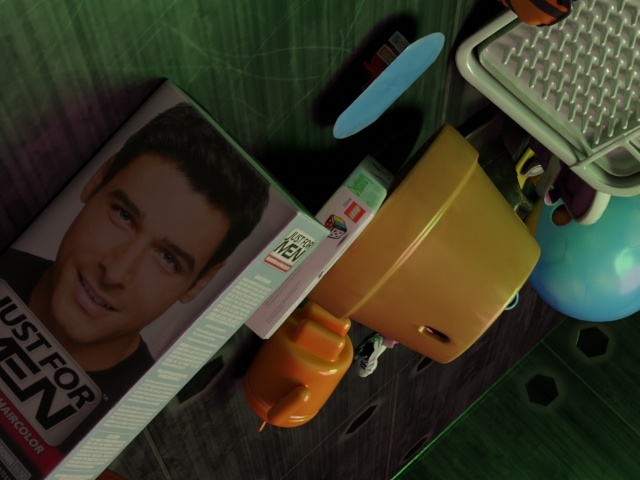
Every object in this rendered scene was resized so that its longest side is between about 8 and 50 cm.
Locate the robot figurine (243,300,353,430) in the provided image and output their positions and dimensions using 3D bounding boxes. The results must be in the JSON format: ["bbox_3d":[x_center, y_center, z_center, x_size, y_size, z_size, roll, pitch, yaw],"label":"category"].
[{"bbox_3d":[-0.035,0.187,2.062,0.128,0.158,0.219,-1,138,-34],"label":"robot figurine"}]

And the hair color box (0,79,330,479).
[{"bbox_3d":[-0.192,0.056,1.306,0.374,0.185,0.113,-46,162,3],"label":"hair color box"}]

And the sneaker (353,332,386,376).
[{"bbox_3d":[0.077,0.209,2.528,0.069,0.038,0.098,-17,138,-54],"label":"sneaker"}]

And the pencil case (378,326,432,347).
[{"bbox_3d":[0.162,0.127,2.441,0.209,0.095,0.098,-4,101,-62],"label":"pencil case"}]

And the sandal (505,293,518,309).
[{"bbox_3d":[0.304,0.080,2.583,0.126,0.138,0.317,-49,164,5],"label":"sandal"}]

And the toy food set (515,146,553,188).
[{"bbox_3d":[0.409,-0.156,2.388,0.128,0.071,0.218,-26,155,-46],"label":"toy food set"}]

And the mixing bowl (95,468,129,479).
[{"bbox_3d":[-0.324,0.352,1.825,0.181,0.098,0.181,-40,161,-17],"label":"mixing bowl"}]

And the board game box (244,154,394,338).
[{"bbox_3d":[0.000,0.000,1.689,0.193,0.053,0.305,-49,-179,12],"label":"board game box"}]

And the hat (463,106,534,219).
[{"bbox_3d":[0.243,-0.053,2.143,0.331,0.134,0.331,-39,162,-15],"label":"hat"}]

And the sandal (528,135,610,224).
[{"bbox_3d":[0.357,-0.121,2.108,0.416,0.102,0.169,-97,-168,-80],"label":"sandal"}]

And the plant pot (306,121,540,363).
[{"bbox_3d":[0.146,0.020,1.832,0.291,0.203,0.291,-50,-178,3],"label":"plant pot"}]

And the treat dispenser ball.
[{"bbox_3d":[0.520,0.009,2.662,0.288,0.288,0.288,-40,162,-16],"label":"treat dispenser ball"}]

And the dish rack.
[{"bbox_3d":[0.365,-0.211,1.750,0.285,0.333,0.072,-30,-148,46],"label":"dish rack"}]

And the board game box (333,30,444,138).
[{"bbox_3d":[0.069,-0.187,1.613,0.168,0.033,0.133,-45,169,15],"label":"board game box"}]

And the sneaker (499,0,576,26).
[{"bbox_3d":[0.225,-0.334,1.380,0.124,0.180,0.321,-40,162,-17],"label":"sneaker"}]
